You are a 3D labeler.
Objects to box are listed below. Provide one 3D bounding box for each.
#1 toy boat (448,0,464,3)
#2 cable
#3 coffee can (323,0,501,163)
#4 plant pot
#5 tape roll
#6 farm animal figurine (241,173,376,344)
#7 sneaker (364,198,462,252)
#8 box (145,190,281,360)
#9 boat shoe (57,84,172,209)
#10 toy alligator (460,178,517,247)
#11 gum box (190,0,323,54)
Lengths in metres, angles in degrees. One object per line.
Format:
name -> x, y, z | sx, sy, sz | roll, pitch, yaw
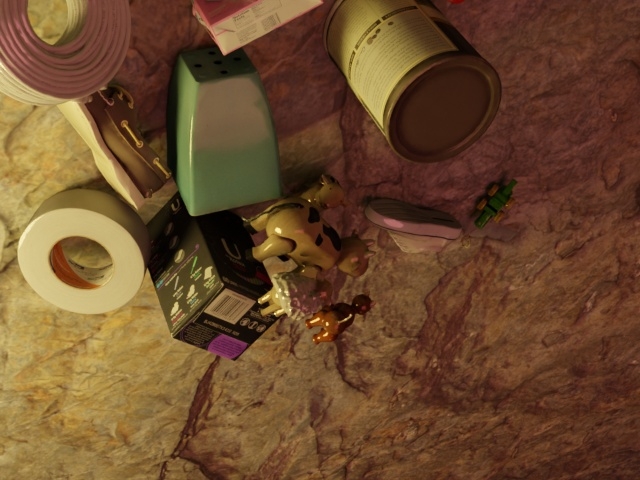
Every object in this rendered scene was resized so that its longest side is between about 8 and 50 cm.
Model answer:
toy boat -> 0.263, -0.533, 1.583 | 0.318, 0.148, 0.267 | -50, 139, 11
cable -> -0.383, -0.316, 1.370 | 0.257, 0.089, 0.257 | -11, 104, -49
coffee can -> 0.145, -0.289, 1.634 | 0.201, 0.275, 0.202 | -15, 136, -15
plant pot -> -0.166, -0.194, 1.645 | 0.165, 0.166, 0.234 | -13, 132, -17
tape roll -> -0.409, 0.021, 1.718 | 0.219, 0.072, 0.219 | 2, 122, 2
farm animal figurine -> 0.000, 0.000, 1.759 | 0.172, 0.330, 0.326 | -25, 155, 21
sneaker -> 0.187, -0.018, 2.050 | 0.258, 0.094, 0.091 | 12, 119, -37
box -> -0.201, 0.058, 1.781 | 0.143, 0.270, 0.165 | -45, 135, 17
boat shoe -> -0.341, -0.191, 1.591 | 0.096, 0.116, 0.324 | -41, 134, -16
toy alligator -> 0.368, -0.063, 2.141 | 0.190, 0.056, 0.051 | -54, 173, 25
gum box -> -0.104, -0.376, 1.540 | 0.188, 0.107, 0.062 | -28, 138, -2
